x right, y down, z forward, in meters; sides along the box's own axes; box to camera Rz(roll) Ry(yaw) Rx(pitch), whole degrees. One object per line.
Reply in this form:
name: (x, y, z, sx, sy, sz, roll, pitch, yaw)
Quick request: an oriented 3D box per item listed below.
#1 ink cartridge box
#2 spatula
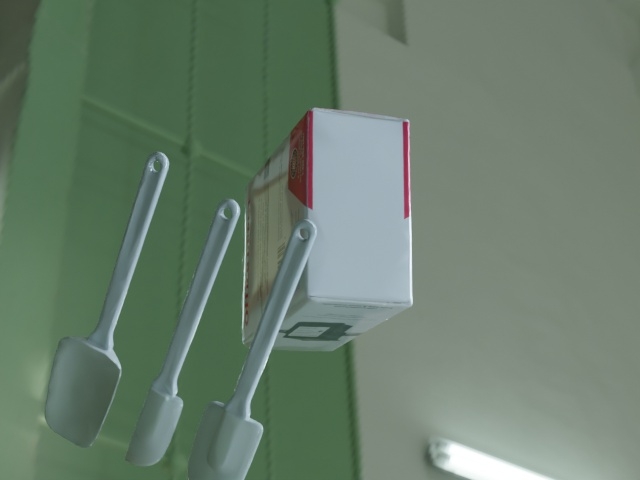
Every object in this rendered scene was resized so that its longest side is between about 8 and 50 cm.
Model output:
ink cartridge box: (0.000, 0.000, 1.145, 0.237, 0.100, 0.172, 139, -46, -68)
spatula: (-0.103, 0.067, 0.882, 0.019, 0.168, 0.242, -30, 143, -64)
